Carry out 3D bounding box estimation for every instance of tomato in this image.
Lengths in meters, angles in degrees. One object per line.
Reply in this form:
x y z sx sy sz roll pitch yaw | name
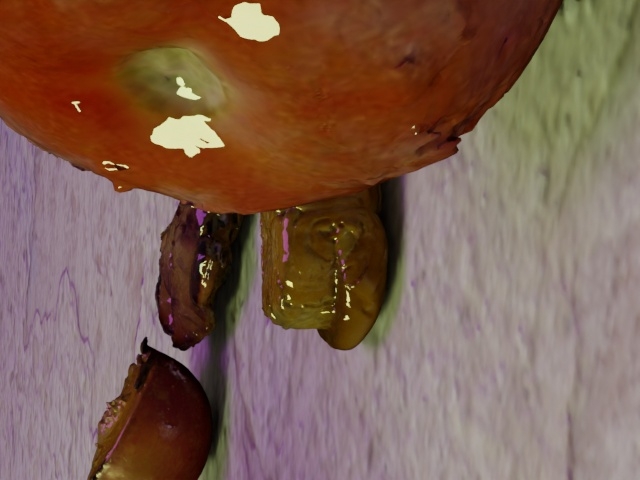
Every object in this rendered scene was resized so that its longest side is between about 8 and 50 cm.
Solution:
-0.022 -0.115 0.558 0.208 0.208 0.184 122 163 -60 | tomato

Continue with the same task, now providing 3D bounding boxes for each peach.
-0.086 0.101 1.006 0.098 0.061 0.098 -61 10 19 | peach

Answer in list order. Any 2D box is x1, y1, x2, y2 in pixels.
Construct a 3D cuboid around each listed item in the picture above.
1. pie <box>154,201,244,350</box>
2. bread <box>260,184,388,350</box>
-0.065 0.008 0.992 0.170 0.034 0.092 124 149 -60 | pie
0.000 0.000 0.744 0.081 0.046 0.083 104 160 -52 | bread
